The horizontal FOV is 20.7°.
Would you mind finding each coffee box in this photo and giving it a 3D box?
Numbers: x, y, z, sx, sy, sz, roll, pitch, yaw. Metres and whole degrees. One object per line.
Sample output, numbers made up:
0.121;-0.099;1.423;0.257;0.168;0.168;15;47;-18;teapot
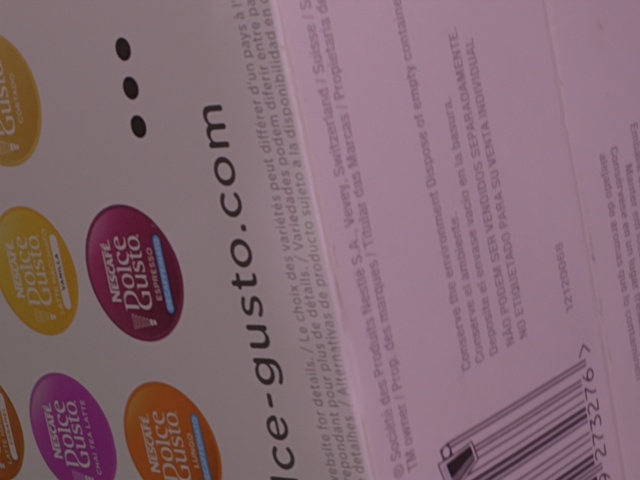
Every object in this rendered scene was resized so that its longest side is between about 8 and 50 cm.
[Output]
0.000;0.000;0.788;0.334;0.338;0.338;1;106;44;coffee box
